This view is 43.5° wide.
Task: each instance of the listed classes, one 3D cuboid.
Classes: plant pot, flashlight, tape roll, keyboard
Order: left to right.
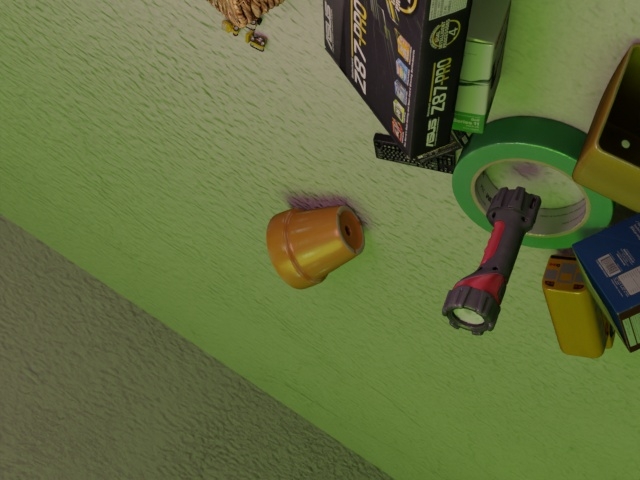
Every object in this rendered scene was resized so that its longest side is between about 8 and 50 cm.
[{"bbox_3d":[0.000,0.000,2.006,0.188,0.205,0.205,-20,128,30],"label":"plant pot"},{"bbox_3d":[0.200,-0.190,1.716,0.180,0.023,0.108,13,147,18],"label":"keyboard"},{"bbox_3d":[0.325,0.031,1.535,0.103,0.304,0.103,30,149,-8],"label":"flashlight"},{"bbox_3d":[0.430,-0.109,1.619,0.321,0.077,0.321,19,148,12],"label":"tape roll"},{"bbox_3d":[0.545,-0.162,1.349,0.212,0.212,0.187,26,163,0],"label":"plant pot"}]

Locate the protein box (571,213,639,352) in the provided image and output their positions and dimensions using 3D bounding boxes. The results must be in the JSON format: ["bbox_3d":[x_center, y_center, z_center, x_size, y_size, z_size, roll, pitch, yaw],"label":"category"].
[{"bbox_3d":[0.630,0.067,1.543,0.201,0.200,0.136,-26,131,8],"label":"protein box"}]

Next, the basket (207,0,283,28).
[{"bbox_3d":[-0.126,-0.554,1.336,0.213,0.223,0.299,46,164,36],"label":"basket"}]

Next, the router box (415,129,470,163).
[{"bbox_3d":[0.227,-0.216,1.617,0.122,0.038,0.092,-17,112,48],"label":"router box"}]

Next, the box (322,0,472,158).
[{"bbox_3d":[0.110,-0.372,1.273,0.395,0.097,0.318,88,156,-56],"label":"box"}]

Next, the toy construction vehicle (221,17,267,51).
[{"bbox_3d":[-0.149,-0.431,1.603,0.098,0.035,0.086,26,160,5],"label":"toy construction vehicle"}]

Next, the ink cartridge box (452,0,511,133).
[{"bbox_3d":[0.260,-0.310,1.362,0.087,0.153,0.208,14,148,15],"label":"ink cartridge box"}]

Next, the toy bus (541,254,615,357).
[{"bbox_3d":[0.601,0.163,1.852,0.108,0.130,0.332,5,143,31],"label":"toy bus"}]
